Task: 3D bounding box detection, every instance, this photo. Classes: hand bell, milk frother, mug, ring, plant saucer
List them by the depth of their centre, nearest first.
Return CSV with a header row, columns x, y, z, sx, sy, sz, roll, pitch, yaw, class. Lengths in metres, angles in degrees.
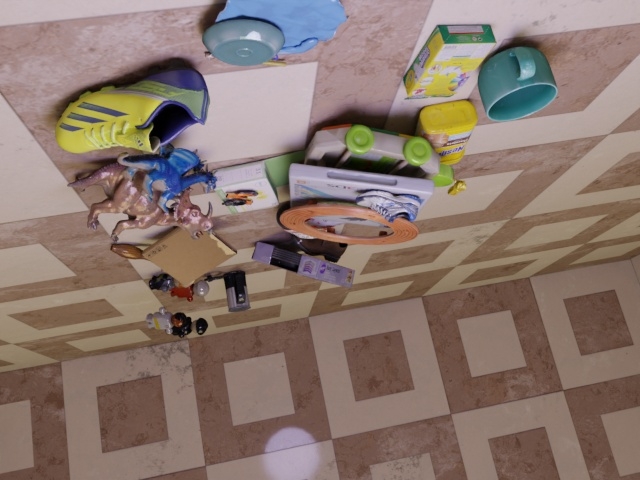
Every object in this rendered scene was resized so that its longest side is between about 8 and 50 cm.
x,y,z,sx,sy,sz,roll,pitch,yaw,class
-0.110,-0.280,0.880,0.120,0.021,0.119,-2,171,0,plant saucer
0.361,-0.298,1.107,0.130,0.097,0.158,-3,161,-26,mug
0.070,-0.042,1.474,0.337,0.032,0.336,7,167,2,ring
-0.477,0.047,1.730,0.242,0.126,0.126,19,148,-36,hand bell
-0.331,0.184,2.173,0.143,0.134,0.129,-11,163,-2,milk frother

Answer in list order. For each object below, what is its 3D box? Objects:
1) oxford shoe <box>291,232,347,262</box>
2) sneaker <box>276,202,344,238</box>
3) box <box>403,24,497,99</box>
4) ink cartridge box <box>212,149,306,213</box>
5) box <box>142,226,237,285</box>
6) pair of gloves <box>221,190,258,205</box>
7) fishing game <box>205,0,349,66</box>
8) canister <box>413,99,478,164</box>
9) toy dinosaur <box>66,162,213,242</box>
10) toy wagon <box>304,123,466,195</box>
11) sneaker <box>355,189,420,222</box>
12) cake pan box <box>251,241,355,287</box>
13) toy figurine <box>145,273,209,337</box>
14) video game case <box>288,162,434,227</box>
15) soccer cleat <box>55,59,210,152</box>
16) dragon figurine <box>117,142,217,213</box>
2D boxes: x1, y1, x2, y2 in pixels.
x,y,z,sx,sy,sz,roll,pitch,yaw,class
0.000,0.000,1.927,0.227,0.082,0.096,14,124,-48,oxford shoe
0.026,-0.072,1.654,0.270,0.090,0.145,-11,165,12,sneaker
0.219,-0.308,1.077,0.105,0.043,0.179,-7,161,-18,box
-0.115,-0.134,1.409,0.235,0.056,0.171,-10,163,2,ink cartridge box
-0.355,0.033,1.659,0.201,0.021,0.164,-30,128,22,box
-0.183,-0.095,1.379,0.074,0.010,0.083,-4,165,-23,pair of gloves
-0.054,-0.318,0.861,0.189,0.041,0.264,-3,171,-22,fishing game
0.263,-0.228,1.320,0.126,0.073,0.170,-10,162,-2,canister
-0.370,-0.098,1.254,0.200,0.127,0.296,-27,145,15,toy dinosaur
0.144,-0.160,1.297,0.345,0.068,0.267,9,168,-11,toy wagon
0.139,-0.068,1.260,0.135,0.058,0.052,7,167,3,sneaker
-0.053,0.078,1.941,0.246,0.070,0.267,13,177,30,cake pan box
-0.473,0.215,2.049,0.148,0.212,0.209,-3,161,14,toy figurine
0.079,-0.092,1.397,0.300,0.036,0.329,7,168,0,video game case
-0.308,-0.187,0.972,0.289,0.121,0.093,-17,163,18,soccer cleat
-0.289,-0.146,1.140,0.144,0.085,0.289,-54,159,-11,dragon figurine
